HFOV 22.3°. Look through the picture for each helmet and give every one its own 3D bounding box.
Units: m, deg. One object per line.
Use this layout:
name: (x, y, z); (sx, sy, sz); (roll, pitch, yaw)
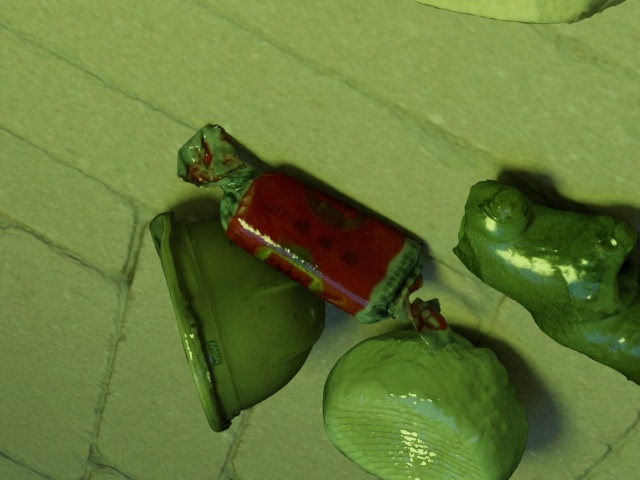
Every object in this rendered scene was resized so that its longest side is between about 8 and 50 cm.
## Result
helmet: (-0.067, 0.057, 1.502); (0.257, 0.137, 0.204); (-125, 19, -71)

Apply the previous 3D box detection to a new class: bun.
bun: (0.100, 0.155, 1.518); (0.195, 0.118, 0.195); (16, 143, 13)

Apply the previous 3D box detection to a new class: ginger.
ginger: (0.231, 0.045, 1.280); (0.290, 0.089, 0.137); (38, 130, -6)

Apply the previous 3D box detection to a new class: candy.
candy: (0.000, 0.000, 1.411); (0.292, 0.086, 0.059); (31, 157, -1)

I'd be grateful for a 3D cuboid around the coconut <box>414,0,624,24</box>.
coconut: (0.084, -0.269, 0.703); (0.346, 0.346, 0.360); (24, 142, 10)
